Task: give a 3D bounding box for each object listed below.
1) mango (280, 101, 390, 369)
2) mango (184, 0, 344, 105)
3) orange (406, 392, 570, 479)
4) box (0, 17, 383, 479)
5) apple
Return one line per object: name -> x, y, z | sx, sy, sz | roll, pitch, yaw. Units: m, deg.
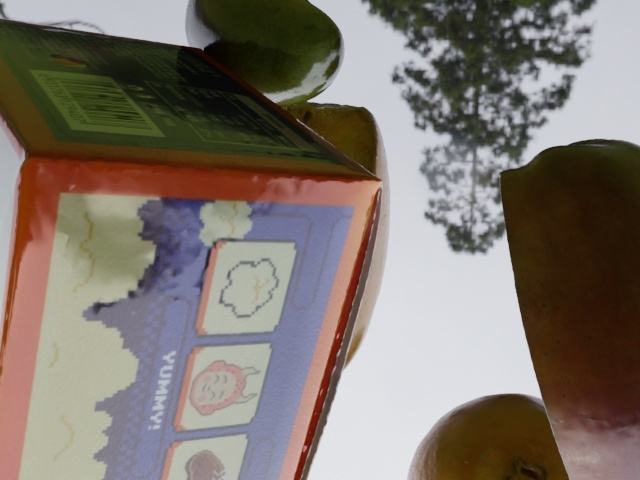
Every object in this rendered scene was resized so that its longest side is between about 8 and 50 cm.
mango -> 0.000, 0.000, 1.034 | 0.199, 0.350, 0.201 | -3, 180, -36
mango -> -0.067, -0.208, 0.855 | 0.111, 0.133, 0.267 | 3, -161, -32
orange -> 0.281, 0.386, 1.308 | 0.312, 0.312, 0.312 | -3, -143, 3
box -> -0.165, 0.022, 0.703 | 0.256, 0.319, 0.348 | 0, -156, -31
apple -> 0.299, 0.074, 0.934 | 0.295, 0.365, 0.329 | -14, 179, -17
